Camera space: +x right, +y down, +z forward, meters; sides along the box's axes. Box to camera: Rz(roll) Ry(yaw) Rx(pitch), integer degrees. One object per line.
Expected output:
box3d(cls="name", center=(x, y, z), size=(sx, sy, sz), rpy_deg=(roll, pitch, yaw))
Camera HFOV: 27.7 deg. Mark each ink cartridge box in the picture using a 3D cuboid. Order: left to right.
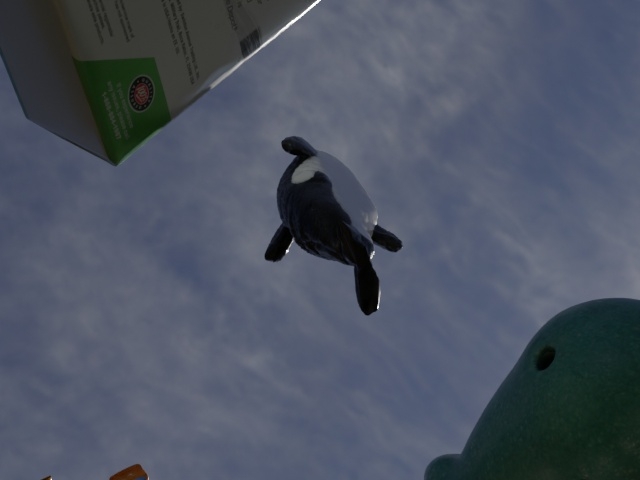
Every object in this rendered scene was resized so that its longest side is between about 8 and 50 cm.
box3d(cls="ink cartridge box", center=(-0.129, -0.236, 1.059), size=(0.289, 0.121, 0.211), rpy_deg=(-43, -39, -29))

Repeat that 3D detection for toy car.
box3d(cls="toy car", center=(-0.198, 0.239, 1.164), size=(0.122, 0.040, 0.060), rpy_deg=(-3, -84, -33))

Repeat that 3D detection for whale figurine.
box3d(cls="whale figurine", center=(0.164, 0.143, 0.941), size=(0.272, 0.216, 0.141), rpy_deg=(-32, -58, 31))

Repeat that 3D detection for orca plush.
box3d(cls="orca plush", center=(0.000, 0.000, 1.222), size=(0.102, 0.287, 0.151), rpy_deg=(-45, -61, 10))
